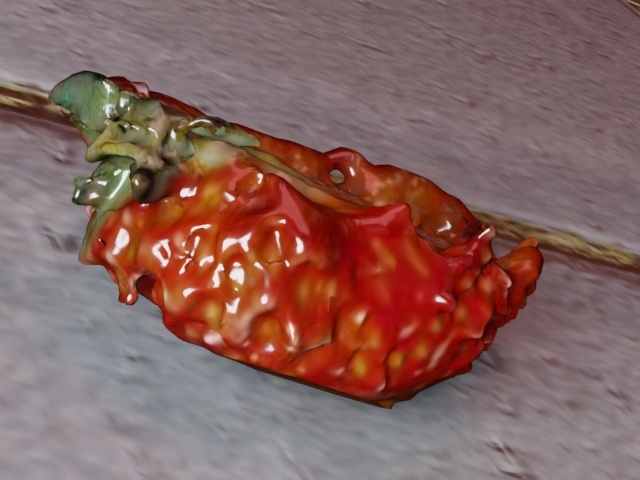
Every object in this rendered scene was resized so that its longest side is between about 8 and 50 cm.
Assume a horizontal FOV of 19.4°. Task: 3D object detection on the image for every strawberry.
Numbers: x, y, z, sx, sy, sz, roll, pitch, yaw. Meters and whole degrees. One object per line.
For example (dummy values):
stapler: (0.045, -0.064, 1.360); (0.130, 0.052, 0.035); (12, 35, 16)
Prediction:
strawberry: (-0.001, 0.003, 0.404); (0.104, 0.048, 0.152); (30, 5, 34)
